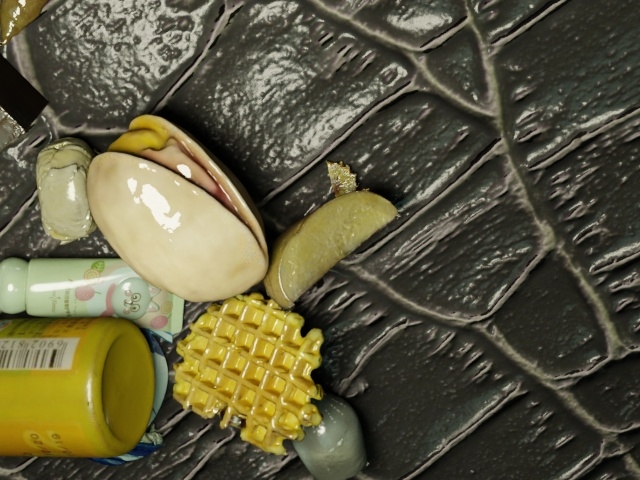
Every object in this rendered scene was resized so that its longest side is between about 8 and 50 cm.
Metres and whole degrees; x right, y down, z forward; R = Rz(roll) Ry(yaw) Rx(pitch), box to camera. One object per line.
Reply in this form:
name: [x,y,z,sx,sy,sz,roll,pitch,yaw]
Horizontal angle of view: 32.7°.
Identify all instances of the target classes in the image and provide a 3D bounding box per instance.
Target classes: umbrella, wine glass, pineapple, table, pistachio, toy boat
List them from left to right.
table: [-0.547,-0.185,1.623,0.193,0.172,0.169,-40,108,13]
toy boat: [-0.339,0.249,1.896,0.221,0.067,0.291,29,100,-10]
pistachio: [-0.207,-0.041,1.648,0.230,0.230,0.309,-33,110,15]
umbrella: [-0.041,0.131,1.848,0.013,0.022,0.122,-41,121,-9]
wine glass: [-0.004,0.296,1.863,0.126,0.126,0.241,-19,114,9]
pineapple: [0.038,-0.092,1.741,0.045,0.019,0.083,-10,113,7]

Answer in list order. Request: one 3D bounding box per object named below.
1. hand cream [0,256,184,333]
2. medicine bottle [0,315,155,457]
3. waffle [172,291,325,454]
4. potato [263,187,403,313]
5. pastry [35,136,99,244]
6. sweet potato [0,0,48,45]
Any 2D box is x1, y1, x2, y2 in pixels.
hand cream: [-0.377,0.082,1.799,0.306,0.093,0.147,3,114,-10]
medicine bottle: [-0.482,0.238,1.765,0.385,0.224,0.224,-3,115,16]
waffle: [-0.121,0.221,1.773,0.309,0.065,0.283,-29,70,29]
potato: [0.000,0.000,1.728,0.243,0.138,0.098,-39,97,-8]
pastry: [-0.385,-0.076,1.681,0.088,0.166,0.165,-4,115,1]
sweet potato: [-0.406,-0.405,1.578,0.075,0.075,0.269,24,96,-10]
